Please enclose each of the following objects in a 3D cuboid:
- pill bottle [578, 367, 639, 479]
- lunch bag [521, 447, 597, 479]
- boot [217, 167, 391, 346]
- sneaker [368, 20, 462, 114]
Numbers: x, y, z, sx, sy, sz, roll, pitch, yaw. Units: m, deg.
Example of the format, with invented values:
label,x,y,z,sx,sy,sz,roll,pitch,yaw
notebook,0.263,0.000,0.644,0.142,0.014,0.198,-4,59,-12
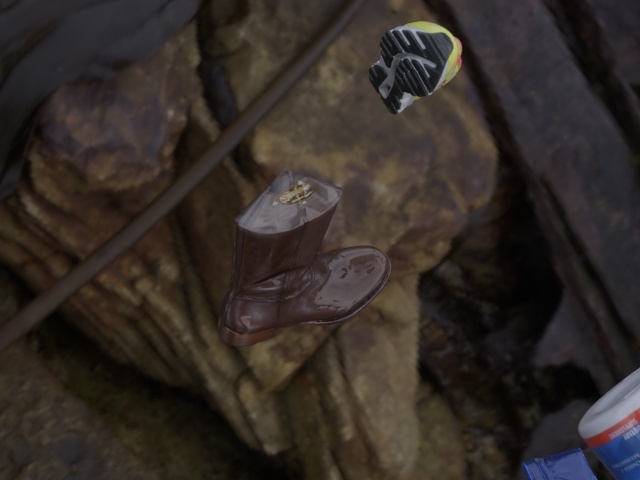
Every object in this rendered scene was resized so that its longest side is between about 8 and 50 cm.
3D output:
label,x,y,z,sx,sy,sz,roll,pitch,yaw
pill bottle,0.357,0.226,1.297,0.124,0.124,0.221,-36,84,-35
lunch bag,0.214,0.235,1.226,0.065,0.067,0.098,-14,36,-6
boot,0.000,0.000,0.668,0.106,0.114,0.037,-26,62,-27
sneaker,0.119,-0.205,1.514,0.094,0.208,0.081,-30,92,-12
